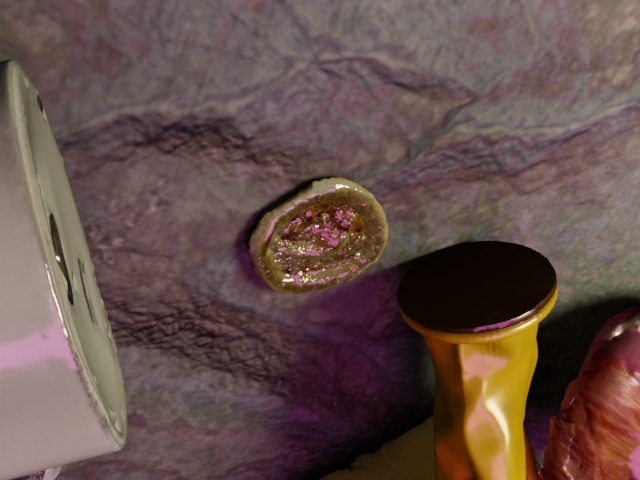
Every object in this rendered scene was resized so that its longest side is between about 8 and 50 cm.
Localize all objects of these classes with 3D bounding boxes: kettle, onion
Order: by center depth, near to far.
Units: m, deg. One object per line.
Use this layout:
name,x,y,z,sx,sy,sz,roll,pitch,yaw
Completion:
kettle,-0.278,0.045,0.480,0.318,0.265,0.205,-17,104,-10
onion,0.301,0.164,0.818,0.230,0.163,0.229,-24,123,-44

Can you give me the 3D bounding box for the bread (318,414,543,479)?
bread,0.117,0.289,0.914,0.236,0.198,0.263,-46,125,-24

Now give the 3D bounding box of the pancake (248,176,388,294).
pancake,-0.001,0.001,0.665,0.108,0.017,0.108,-12,130,-14

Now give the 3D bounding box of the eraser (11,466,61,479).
eraser,-0.249,0.181,0.718,0.099,0.019,0.027,4,128,-26

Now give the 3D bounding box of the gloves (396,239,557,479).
gloves,0.140,0.155,0.743,0.133,0.116,0.294,-32,124,-34
